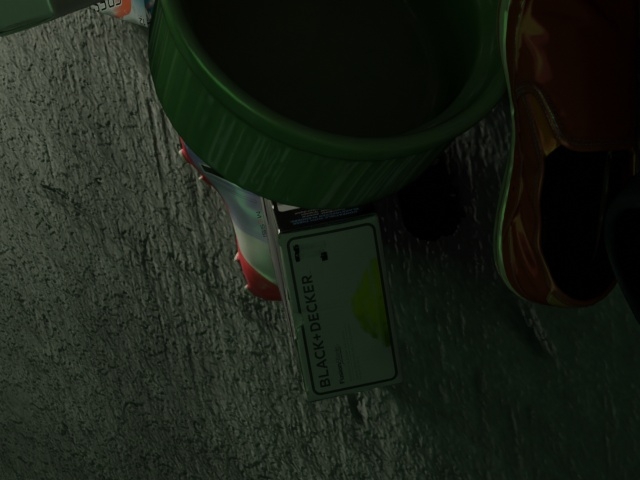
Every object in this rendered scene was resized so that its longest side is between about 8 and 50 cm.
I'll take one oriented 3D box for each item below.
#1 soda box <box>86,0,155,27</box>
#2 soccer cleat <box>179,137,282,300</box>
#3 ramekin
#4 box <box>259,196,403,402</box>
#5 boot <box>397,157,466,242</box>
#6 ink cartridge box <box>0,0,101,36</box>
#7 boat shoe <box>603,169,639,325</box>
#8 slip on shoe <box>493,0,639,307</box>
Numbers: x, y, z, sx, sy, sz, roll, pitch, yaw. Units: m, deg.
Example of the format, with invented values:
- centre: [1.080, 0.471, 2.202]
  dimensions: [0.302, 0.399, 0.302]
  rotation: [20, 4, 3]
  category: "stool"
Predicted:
- centre: [-0.211, -0.269, 2.034]
  dimensions: [0.183, 0.063, 0.058]
  rotation: [21, 127, 45]
  category: "soda box"
- centre: [-0.066, -0.056, 1.982]
  dimensions: [0.095, 0.083, 0.248]
  rotation: [-15, 101, 40]
  category: "soccer cleat"
- centre: [0.004, -0.174, 1.617]
  dimensions: [0.303, 0.303, 0.148]
  rotation: [55, 152, 13]
  category: "ramekin"
- centre: [0.000, 0.000, 1.781]
  dimensions: [0.290, 0.087, 0.169]
  rotation: [-106, 6, -65]
  category: "box"
- centre: [0.077, -0.055, 1.817]
  dimensions: [0.121, 0.045, 0.099]
  rotation: [16, 130, 49]
  category: "boot"
- centre: [-0.189, -0.325, 1.777]
  dimensions: [0.117, 0.278, 0.201]
  rotation: [-4, 109, 54]
  category: "ink cartridge box"
- centre: [0.356, 0.146, 1.482]
  dimensions: [0.187, 0.156, 0.500]
  rotation: [-21, 96, 54]
  category: "boat shoe"
- centre: [0.199, -0.101, 1.516]
  dimensions: [0.101, 0.123, 0.331]
  rotation: [-143, 53, -61]
  category: "slip on shoe"
